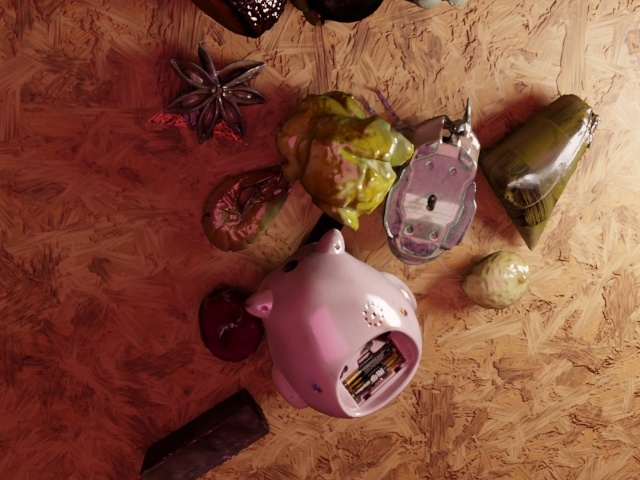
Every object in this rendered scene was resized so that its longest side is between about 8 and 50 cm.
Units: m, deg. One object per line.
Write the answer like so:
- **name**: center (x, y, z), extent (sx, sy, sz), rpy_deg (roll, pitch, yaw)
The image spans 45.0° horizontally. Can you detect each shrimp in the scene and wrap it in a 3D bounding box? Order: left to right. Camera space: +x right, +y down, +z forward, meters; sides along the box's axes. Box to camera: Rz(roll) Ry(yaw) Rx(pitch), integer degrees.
- **shrimp**: center (-0.148, -0.091, 1.681), extent (0.267, 0.061, 0.145), rpy_deg (-43, 102, 11)

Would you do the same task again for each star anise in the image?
- **star anise**: center (-0.215, -0.289, 1.576), extent (0.212, 0.073, 0.197), rpy_deg (14, 99, -14)

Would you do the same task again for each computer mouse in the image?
- **computer mouse**: center (0.243, -0.131, 1.693), extent (0.199, 0.115, 0.389), rpy_deg (13, 106, -12)

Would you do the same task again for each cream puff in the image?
- **cream puff**: center (-0.162, -0.492, 1.425), extent (0.239, 0.239, 0.165), rpy_deg (39, 86, -20)

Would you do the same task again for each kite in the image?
- **kite**: center (-0.248, -0.282, 1.617), extent (0.222, 0.008, 0.125), rpy_deg (10, 107, -13)
- **kite**: center (0.157, -0.239, 1.692), extent (0.127, 0.016, 0.229), rpy_deg (-36, 115, 3)

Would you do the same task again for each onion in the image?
- **onion**: center (-0.177, 0.188, 1.741), extent (0.198, 0.135, 0.173), rpy_deg (-21, 112, 1)

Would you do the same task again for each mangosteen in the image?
- **mangosteen**: center (0.035, -0.512, 1.469), extent (0.210, 0.210, 0.210), rpy_deg (-3, 112, -7)

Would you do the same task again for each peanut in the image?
- **peanut**: center (0.416, 0.095, 1.807), extent (0.159, 0.109, 0.140), rpy_deg (-39, 140, 19)

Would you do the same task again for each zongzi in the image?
- **zongzi**: center (0.523, -0.146, 1.735), extent (0.274, 0.145, 0.300), rpy_deg (-38, 128, 2)

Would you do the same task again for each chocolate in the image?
- **chocolate**: center (-0.284, 0.483, 1.858), extent (0.321, 0.112, 0.112), rpy_deg (-34, 114, 4)

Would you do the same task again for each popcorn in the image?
- **popcorn**: center (0.037, -0.173, 1.568), extent (0.276, 0.276, 0.225), rpy_deg (41, 85, -20)

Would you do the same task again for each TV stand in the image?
- **TV stand**: center (0.000, 0.000, 1.745), extent (0.049, 0.040, 0.256), rpy_deg (27, 105, -17)

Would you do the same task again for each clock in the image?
- **clock**: center (0.039, 0.193, 1.673), extent (0.368, 0.250, 0.376), rpy_deg (-40, 121, -10)

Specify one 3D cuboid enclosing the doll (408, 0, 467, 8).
- **doll**: center (0.210, -0.585, 1.486), extent (0.228, 0.154, 0.258), rpy_deg (-25, 129, -45)
